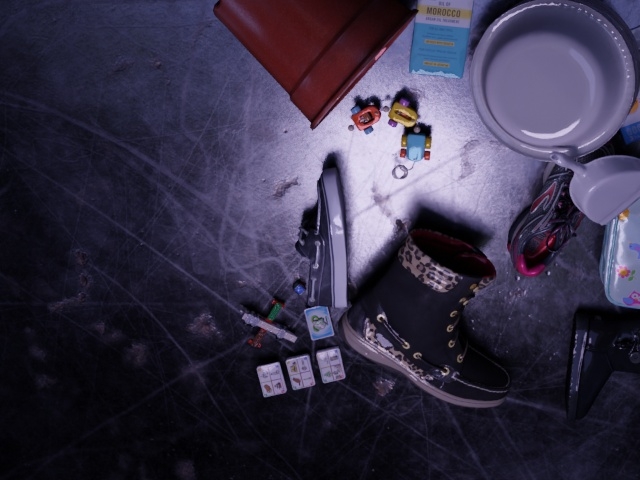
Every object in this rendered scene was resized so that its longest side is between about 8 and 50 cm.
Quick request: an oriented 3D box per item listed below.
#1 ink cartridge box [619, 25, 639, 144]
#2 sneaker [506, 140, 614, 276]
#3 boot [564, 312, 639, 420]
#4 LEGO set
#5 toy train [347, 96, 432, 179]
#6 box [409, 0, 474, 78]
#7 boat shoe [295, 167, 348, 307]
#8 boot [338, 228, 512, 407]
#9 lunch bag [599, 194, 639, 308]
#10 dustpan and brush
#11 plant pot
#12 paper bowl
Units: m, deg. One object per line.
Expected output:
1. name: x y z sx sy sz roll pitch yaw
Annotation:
1. ink cartridge box: 0.560 -0.276 1.722 0.104 0.061 0.181 -21 110 16
2. sneaker: 0.456 -0.060 1.807 0.121 0.112 0.299 23 114 -3
3. boot: 0.604 0.262 1.945 0.207 0.094 0.246 5 109 9
4. LEGO set: -0.061 0.199 2.041 0.183 0.060 0.244 -14 114 0
5. toy train: 0.136 -0.204 1.820 0.125 0.046 0.166 -32 104 21
6. box: 0.219 -0.414 1.702 0.101 0.060 0.244 7 115 4
7. boat shoe: 0.000 0.000 1.899 0.102 0.108 0.301 -1 121 3
8. boot: 0.256 0.155 1.894 0.377 0.138 0.284 27 123 -4
9. lunch bag: 0.637 -0.007 1.810 0.224 0.108 0.279 6 113 11
10. dustpan and brush: 0.475 -0.109 1.689 0.211 0.060 0.147 13 133 -39
11. plant pot: -0.021 -0.377 1.653 0.265 0.272 0.272 42 113 -4
12. paper bowl: 0.396 -0.274 1.658 0.284 0.148 0.284 10 115 21
